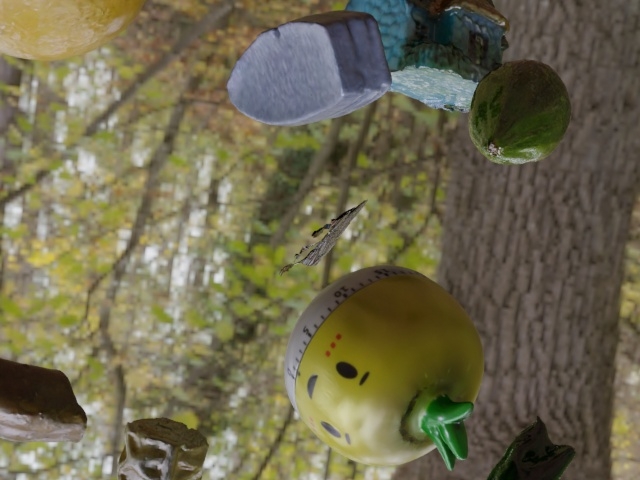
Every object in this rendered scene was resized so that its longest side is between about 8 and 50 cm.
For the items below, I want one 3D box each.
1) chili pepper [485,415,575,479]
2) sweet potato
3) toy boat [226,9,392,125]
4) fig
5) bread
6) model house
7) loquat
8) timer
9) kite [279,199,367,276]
[{"bbox_3d":[0.272,0.349,1.641,0.098,0.224,0.061,22,162,28],"label":"chili pepper"},{"bbox_3d":[-0.613,0.293,2.240,0.369,0.158,0.158,20,-176,-29],"label":"sweet potato"},{"bbox_3d":[-0.023,-0.204,1.447,0.078,0.127,0.283,-22,-171,-32],"label":"toy boat"},{"bbox_3d":[0.222,-0.142,1.389,0.123,0.123,0.156,15,-151,32],"label":"fig"},{"bbox_3d":[-0.293,0.450,2.116,0.152,0.268,0.130,11,-163,-3],"label":"bread"},{"bbox_3d":[0.200,-0.337,1.820,0.261,0.241,0.226,14,173,-42],"label":"model house"},{"bbox_3d":[-0.305,-0.321,1.251,0.274,0.275,0.275,8,-169,-2],"label":"loquat"},{"bbox_3d":[0.111,0.189,1.539,0.285,0.285,0.285,8,-169,-2],"label":"timer"},{"bbox_3d":[0.000,0.000,1.924,0.015,0.152,0.285,40,-164,7],"label":"kite"}]
